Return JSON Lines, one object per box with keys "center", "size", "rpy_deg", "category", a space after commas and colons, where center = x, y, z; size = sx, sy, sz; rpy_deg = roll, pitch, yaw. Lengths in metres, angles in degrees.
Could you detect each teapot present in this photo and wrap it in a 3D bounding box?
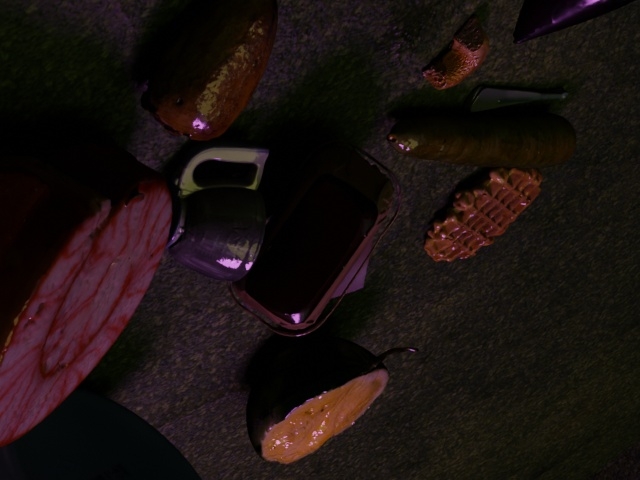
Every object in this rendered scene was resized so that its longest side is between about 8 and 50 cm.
{"center": [-0.116, -0.027, 1.751], "size": [0.108, 0.111, 0.149], "rpy_deg": [10, 139, -30], "category": "teapot"}

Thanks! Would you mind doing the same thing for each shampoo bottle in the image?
{"center": [-0.332, 0.389, 1.920], "size": [0.343, 0.331, 0.331], "rpy_deg": [-50, 152, 20], "category": "shampoo bottle"}

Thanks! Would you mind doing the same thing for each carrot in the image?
{"center": [0.198, -0.123, 2.035], "size": [0.358, 0.074, 0.074], "rpy_deg": [-4, 139, -48], "category": "carrot"}

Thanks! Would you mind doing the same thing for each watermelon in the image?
{"center": [-0.012, 0.200, 2.243], "size": [0.204, 0.127, 0.232], "rpy_deg": [-8, 144, -46], "category": "watermelon"}

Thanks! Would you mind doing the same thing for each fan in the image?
{"center": [0.250, -0.181, 2.068], "size": [0.193, 0.016, 0.038], "rpy_deg": [-9, 141, -45], "category": "fan"}

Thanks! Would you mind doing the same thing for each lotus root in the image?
{"center": [-0.090, -0.178, 1.550], "size": [0.191, 0.094, 0.108], "rpy_deg": [-53, -175, 18], "category": "lotus root"}

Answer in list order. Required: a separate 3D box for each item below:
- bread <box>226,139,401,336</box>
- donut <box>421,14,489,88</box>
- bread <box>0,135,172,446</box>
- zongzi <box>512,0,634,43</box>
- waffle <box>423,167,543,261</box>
{"center": [0.000, 0.000, 1.850], "size": [0.224, 0.142, 0.212], "rpy_deg": [-54, 180, 8], "category": "bread"}
{"center": [0.157, -0.208, 1.876], "size": [0.083, 0.038, 0.067], "rpy_deg": [-35, 158, -9], "category": "donut"}
{"center": [-0.266, 0.046, 1.550], "size": [0.295, 0.114, 0.327], "rpy_deg": [-64, 169, 20], "category": "bread"}
{"center": [0.333, -0.342, 1.675], "size": [0.362, 0.319, 0.383], "rpy_deg": [-42, 173, 2], "category": "zongzi"}
{"center": [0.221, -0.038, 2.248], "size": [0.191, 0.038, 0.191], "rpy_deg": [-29, 154, -16], "category": "waffle"}
